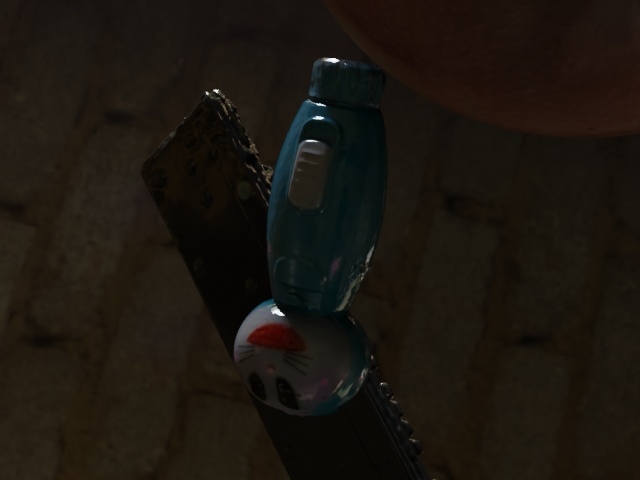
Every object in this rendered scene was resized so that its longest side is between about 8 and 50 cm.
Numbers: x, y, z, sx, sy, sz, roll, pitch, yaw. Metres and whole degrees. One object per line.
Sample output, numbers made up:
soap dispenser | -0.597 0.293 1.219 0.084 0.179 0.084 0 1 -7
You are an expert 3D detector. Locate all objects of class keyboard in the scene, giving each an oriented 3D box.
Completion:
keyboard | -0.019 0.038 0.605 0.023 0.231 0.072 -4 -31 -48

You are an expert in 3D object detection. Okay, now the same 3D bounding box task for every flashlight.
flashlight | 0.000 0.000 0.455 0.051 0.051 0.129 -59 -22 -82

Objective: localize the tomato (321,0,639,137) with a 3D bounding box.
tomato | 0.108 -0.165 0.509 0.224 0.255 0.256 -113 31 -55
